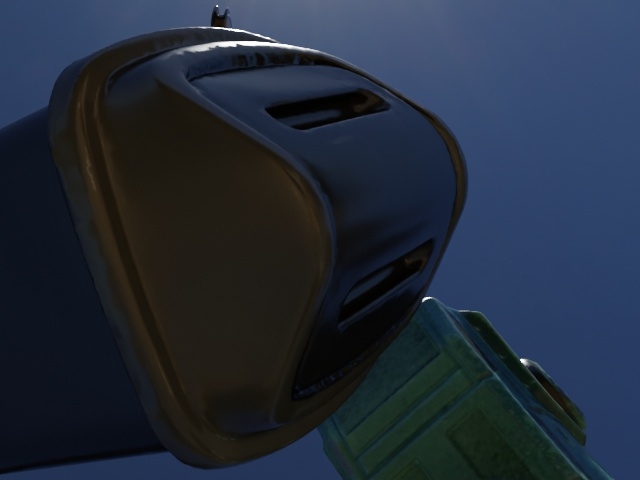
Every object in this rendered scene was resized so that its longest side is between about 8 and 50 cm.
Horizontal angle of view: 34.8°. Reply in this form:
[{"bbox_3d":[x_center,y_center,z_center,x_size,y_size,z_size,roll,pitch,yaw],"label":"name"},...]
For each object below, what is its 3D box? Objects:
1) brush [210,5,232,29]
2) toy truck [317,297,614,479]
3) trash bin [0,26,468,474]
[{"bbox_3d":[-0.092,-0.095,0.904,0.067,0.313,0.072,-2,-115,-1],"label":"brush"},{"bbox_3d":[0.116,0.173,0.622,0.155,0.279,0.156,-42,-41,5],"label":"toy truck"},{"bbox_3d":[-0.089,0.012,0.480,0.209,0.290,0.182,-27,-80,-62],"label":"trash bin"}]
